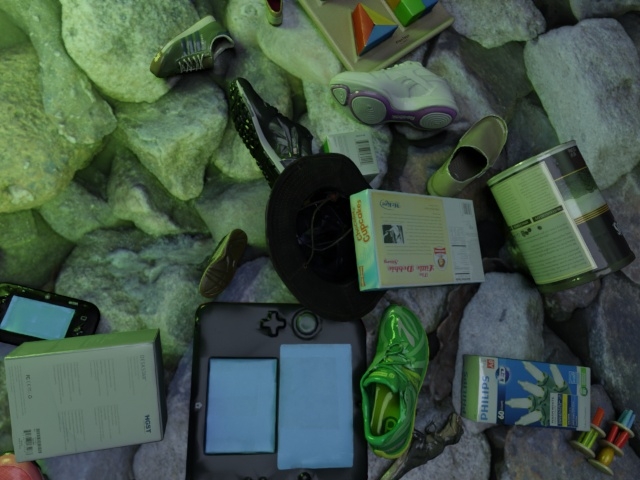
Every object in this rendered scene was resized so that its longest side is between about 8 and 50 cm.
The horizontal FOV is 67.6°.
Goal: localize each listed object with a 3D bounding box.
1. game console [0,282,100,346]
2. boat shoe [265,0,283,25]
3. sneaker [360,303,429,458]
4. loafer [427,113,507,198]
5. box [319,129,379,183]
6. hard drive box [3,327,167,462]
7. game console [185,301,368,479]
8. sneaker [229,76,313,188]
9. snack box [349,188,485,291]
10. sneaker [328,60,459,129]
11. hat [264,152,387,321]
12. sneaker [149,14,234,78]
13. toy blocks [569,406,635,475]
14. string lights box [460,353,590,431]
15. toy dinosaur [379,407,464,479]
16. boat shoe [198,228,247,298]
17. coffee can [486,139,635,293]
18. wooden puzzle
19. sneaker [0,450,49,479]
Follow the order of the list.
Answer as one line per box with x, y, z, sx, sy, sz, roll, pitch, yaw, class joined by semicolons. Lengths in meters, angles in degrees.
-0.587;0.110;0.865;0.360;0.044;0.214;16;76;-9;game console
-0.109;-0.567;1.099;0.050;0.045;0.136;-12;82;-14;boat shoe
0.144;0.259;0.921;0.109;0.123;0.296;-2;62;22;sneaker
0.355;-0.194;1.097;0.102;0.092;0.269;40;74;-2;loafer
0.060;-0.172;1.034;0.101;0.087;0.101;-10;82;-13;box
-0.395;0.262;0.828;0.231;0.089;0.181;-3;96;-12;hard drive box
-0.078;0.315;0.923;0.341;0.060;0.388;3;78;-12;game console
-0.088;-0.220;1.016;0.124;0.107;0.284;-30;94;-23;sneaker
0.207;0.003;0.980;0.321;0.060;0.187;2;78;-37;snack box
0.163;-0.342;1.093;0.304;0.114;0.152;7;65;-15;sneaker
0.000;0.000;0.948;0.331;0.133;0.332;8;78;-38;hat
-0.265;-0.399;1.021;0.086;0.064;0.192;40;71;3;sneaker
0.625;0.415;1.045;0.123;0.054;0.148;44;74;-13;toy blocks
0.436;0.323;1.019;0.259;0.077;0.134;8;79;-10;string lights box
0.174;0.411;0.958;0.268;0.064;0.118;-30;93;-13;toy dinosaur
-0.196;0.047;0.957;0.056;0.049;0.152;38;69;-22;boat shoe
0.517;-0.049;1.046;0.201;0.201;0.276;-23;84;-15;coffee can
0.119;-0.595;1.135;0.322;0.080;0.348;-37;88;-16;wooden puzzle
-0.509;0.506;0.753;0.115;0.136;0.315;4;78;-12;sneaker
